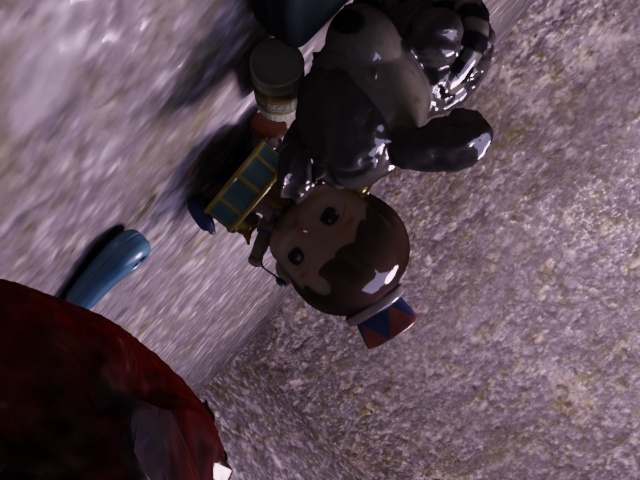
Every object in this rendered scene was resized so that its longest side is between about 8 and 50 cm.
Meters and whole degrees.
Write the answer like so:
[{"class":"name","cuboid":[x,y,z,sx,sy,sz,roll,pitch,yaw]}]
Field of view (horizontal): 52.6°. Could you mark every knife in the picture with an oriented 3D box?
[{"class":"knife","cuboid":[-0.245,0.079,0.616,0.244,0.032,0.058,-45,-175,16]}]

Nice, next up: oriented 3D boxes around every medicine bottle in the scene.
[{"class":"medicine bottle","cuboid":[-0.037,-0.139,0.571,0.047,0.047,0.083,-47,174,-8]}]

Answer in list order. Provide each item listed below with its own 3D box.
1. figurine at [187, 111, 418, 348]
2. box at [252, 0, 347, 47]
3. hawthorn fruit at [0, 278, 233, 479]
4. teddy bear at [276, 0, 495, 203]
[{"class":"figurine","cuboid":[0.000,-0.003,0.699,0.161,0.275,0.158,-52,-169,17]},{"class":"box","cuboid":[0.018,-0.223,0.384,0.160,0.050,0.230,-48,176,-8]},{"class":"hawthorn fruit","cuboid":[-0.205,0.168,0.343,0.311,0.295,0.295,-24,174,-1]},{"class":"teddy bear","cuboid":[0.069,-0.137,0.543,0.144,0.171,0.251,81,28,-43]}]
